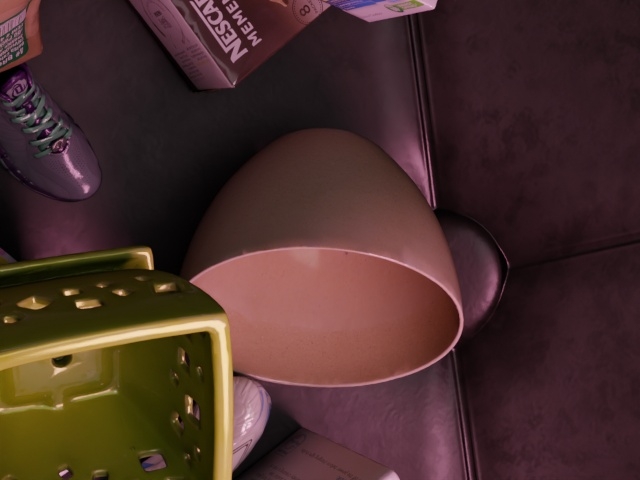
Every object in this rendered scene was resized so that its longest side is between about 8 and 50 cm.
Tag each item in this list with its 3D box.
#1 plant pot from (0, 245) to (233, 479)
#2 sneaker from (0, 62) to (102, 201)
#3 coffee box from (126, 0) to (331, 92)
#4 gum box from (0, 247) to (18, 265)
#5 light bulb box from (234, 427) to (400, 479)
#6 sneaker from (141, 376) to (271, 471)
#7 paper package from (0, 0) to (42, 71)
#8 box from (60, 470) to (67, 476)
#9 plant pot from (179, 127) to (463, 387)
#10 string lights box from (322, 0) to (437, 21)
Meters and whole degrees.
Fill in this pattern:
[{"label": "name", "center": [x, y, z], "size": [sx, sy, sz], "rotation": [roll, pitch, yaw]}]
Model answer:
[{"label": "plant pot", "center": [-0.219, 0.133, 1.455], "size": [0.227, 0.207, 0.228], "rotation": [-10, 118, -22]}, {"label": "sneaker", "center": [-0.289, -0.121, 1.563], "size": [0.083, 0.098, 0.224], "rotation": [-46, 109, -13]}, {"label": "coffee box", "center": [-0.132, -0.312, 1.601], "size": [0.168, 0.119, 0.297], "rotation": [-41, 109, -18]}, {"label": "gum box", "center": [-0.350, 0.035, 1.509], "size": [0.062, 0.188, 0.107], "rotation": [31, 80, 23]}, {"label": "light bulb box", "center": [-0.028, 0.451, 1.655], "size": [0.361, 0.225, 0.358], "rotation": [-37, 107, -17]}, {"label": "sneaker", "center": [-0.138, 0.239, 1.673], "size": [0.237, 0.086, 0.085], "rotation": [-46, 66, -3]}, {"label": "paper package", "center": [-0.440, -0.258, 1.398], "size": [0.325, 0.168, 0.309], "rotation": [-25, 79, -20]}, {"label": "box", "center": [-0.260, 0.150, 1.613], "size": [0.137, 0.072, 0.126], "rotation": [-37, 108, -17]}, {"label": "plant pot", "center": [0.000, 0.000, 1.630], "size": [0.284, 0.284, 0.191], "rotation": [17, 56, -23]}, {"label": "string lights box", "center": [-0.021, -0.291, 1.514], "size": [0.259, 0.133, 0.077], "rotation": [20, 82, -25]}]
